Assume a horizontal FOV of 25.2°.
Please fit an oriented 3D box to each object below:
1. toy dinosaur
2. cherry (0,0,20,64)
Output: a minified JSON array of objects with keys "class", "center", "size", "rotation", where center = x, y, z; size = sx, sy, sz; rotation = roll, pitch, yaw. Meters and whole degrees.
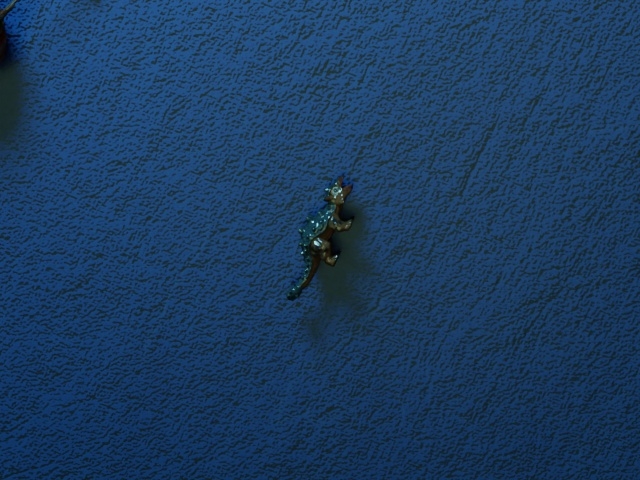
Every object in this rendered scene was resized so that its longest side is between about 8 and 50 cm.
[{"class":"toy dinosaur","center":[0.000,0.000,1.594],"size":[0.055,0.049,0.154],"rotation":[25,98,-3]},{"class":"cherry","center":[-0.350,-0.238,1.563],"size":[0.225,0.090,0.107],"rotation":[-13,102,-2]}]
